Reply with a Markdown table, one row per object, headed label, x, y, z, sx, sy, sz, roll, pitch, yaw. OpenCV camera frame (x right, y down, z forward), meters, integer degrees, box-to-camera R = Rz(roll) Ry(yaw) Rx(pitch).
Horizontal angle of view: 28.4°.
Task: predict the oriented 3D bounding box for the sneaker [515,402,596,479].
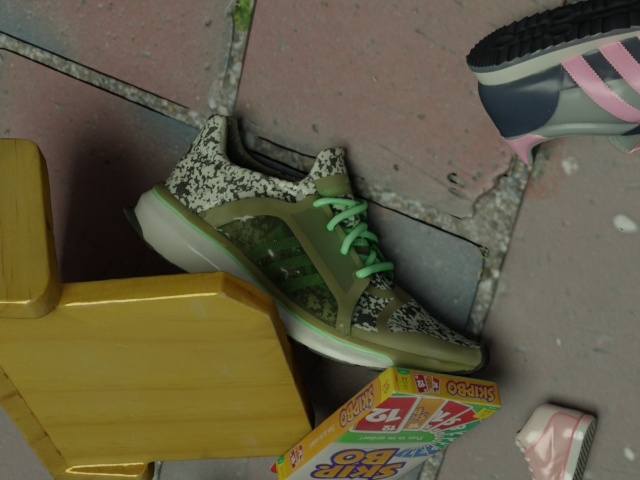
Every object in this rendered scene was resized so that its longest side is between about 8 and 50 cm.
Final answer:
| label | x | y | z | sx | sy | sz | roll | pitch | yaw |
| --- | --- | --- | --- | --- | --- | --- | --- | --- | --- |
| sneaker | 0.225 | 0.223 | 1.262 | 0.070 | 0.051 | 0.134 | 20 | 111 | 25 |

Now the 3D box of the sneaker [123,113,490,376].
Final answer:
| label | x | y | z | sx | sy | sz | roll | pitch | yaw |
| --- | --- | --- | --- | --- | --- | --- | --- | --- | --- |
| sneaker | 0.000 | 0.000 | 1.278 | 0.410 | 0.158 | 0.182 | 29 | 100 | 14 |

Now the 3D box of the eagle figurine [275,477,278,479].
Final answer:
| label | x | y | z | sx | sy | sz | roll | pitch | yaw |
| --- | --- | --- | --- | --- | --- | --- | --- | --- | --- |
| eagle figurine | -0.039 | 0.367 | 1.366 | 0.298 | 0.226 | 0.225 | -18 | 59 | 16 |

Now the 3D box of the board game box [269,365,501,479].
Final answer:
| label | x | y | z | sx | sy | sz | roll | pitch | yaw |
| --- | --- | --- | --- | --- | --- | --- | --- | --- | --- |
| board game box | 0.057 | 0.201 | 1.279 | 0.259 | 0.124 | 0.039 | -44 | 43 | 48 |

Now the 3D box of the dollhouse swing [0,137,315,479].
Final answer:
| label | x | y | z | sx | sy | sz | roll | pitch | yaw |
| --- | --- | --- | --- | --- | --- | --- | --- | --- | --- |
| dollhouse swing | -0.197 | 0.061 | 1.321 | 0.305 | 0.315 | 0.347 | -16 | 139 | 1 |

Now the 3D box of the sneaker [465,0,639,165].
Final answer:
| label | x | y | z | sx | sy | sz | roll | pitch | yaw |
| --- | --- | --- | --- | --- | --- | --- | --- | --- | --- |
| sneaker | 0.294 | -0.146 | 1.092 | 0.319 | 0.112 | 0.131 | -7 | 122 | 31 |
